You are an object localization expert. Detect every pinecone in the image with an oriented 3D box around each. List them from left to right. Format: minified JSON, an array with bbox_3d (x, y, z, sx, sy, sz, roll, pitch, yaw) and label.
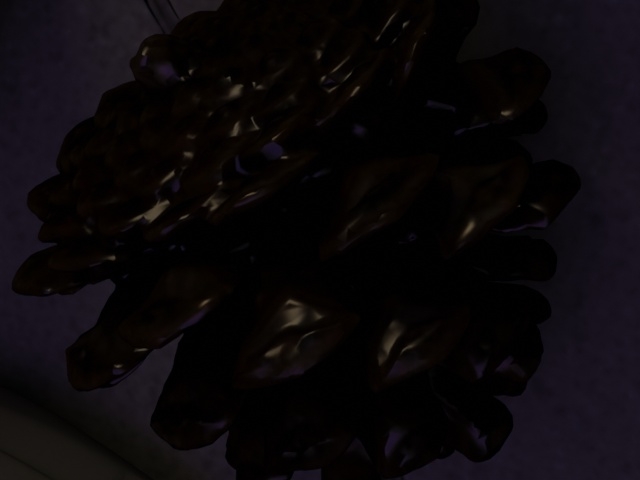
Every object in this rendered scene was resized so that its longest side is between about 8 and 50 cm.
[{"bbox_3d":[0.000,0.000,0.616,0.207,0.208,0.208,7,111,20],"label":"pinecone"}]

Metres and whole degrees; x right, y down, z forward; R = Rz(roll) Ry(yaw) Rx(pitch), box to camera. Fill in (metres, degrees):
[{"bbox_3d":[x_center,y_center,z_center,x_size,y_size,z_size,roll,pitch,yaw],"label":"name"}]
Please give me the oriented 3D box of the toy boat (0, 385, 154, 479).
[{"bbox_3d":[-0.119,0.158,0.750,0.269,0.141,0.141,26,116,14],"label":"toy boat"}]
